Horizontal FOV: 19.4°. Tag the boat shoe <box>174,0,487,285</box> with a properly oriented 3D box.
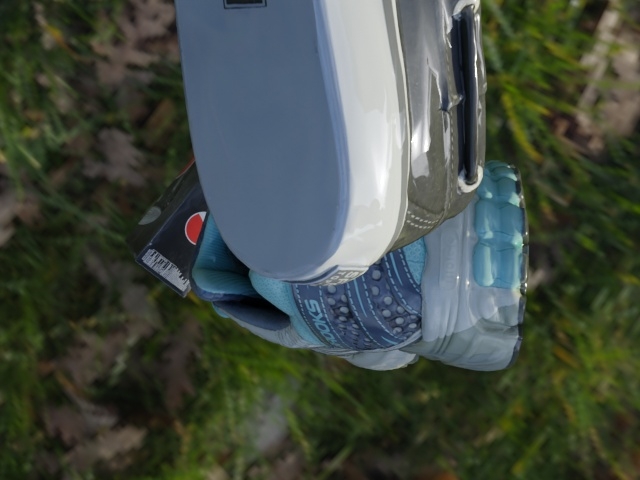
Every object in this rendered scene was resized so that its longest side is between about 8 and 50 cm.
[{"bbox_3d":[0.009,-0.104,0.454,0.076,0.080,0.228,-17,106,-41],"label":"boat shoe"}]

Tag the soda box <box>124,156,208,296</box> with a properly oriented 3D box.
[{"bbox_3d":[-0.081,-0.041,1.495,0.053,0.060,0.169,39,94,-22],"label":"soda box"}]

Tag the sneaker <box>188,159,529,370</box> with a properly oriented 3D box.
[{"bbox_3d":[0.000,0.000,0.841,0.122,0.283,0.110,6,85,-11],"label":"sneaker"}]
